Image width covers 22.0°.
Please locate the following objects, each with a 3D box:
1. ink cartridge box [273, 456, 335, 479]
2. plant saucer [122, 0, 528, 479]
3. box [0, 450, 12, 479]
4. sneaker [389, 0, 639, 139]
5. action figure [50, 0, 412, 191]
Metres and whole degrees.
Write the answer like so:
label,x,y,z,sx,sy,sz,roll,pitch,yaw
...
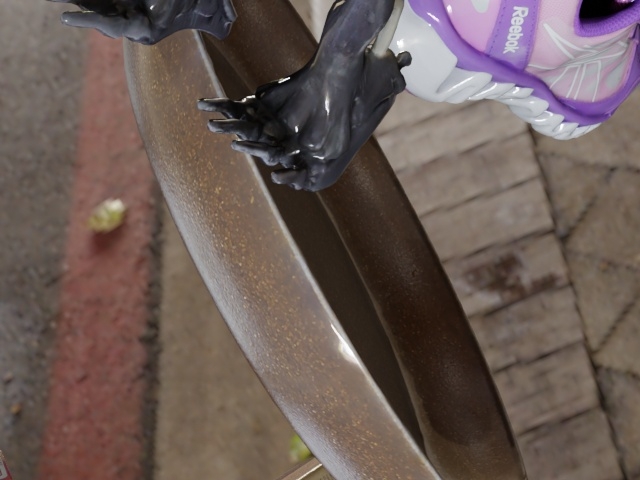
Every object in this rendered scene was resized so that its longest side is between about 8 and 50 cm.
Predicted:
label,x,y,z,sx,sy,sz,roll,pitch,yaw
ink cartridge box,0.010,0.341,1.612,0.088,0.234,0.193,-27,-2,37
plant saucer,0.000,0.000,0.700,0.050,0.310,0.310,-29,36,10
box,-0.357,0.259,1.269,0.128,0.257,0.122,-36,71,37
sneaker,0.115,-0.109,0.744,0.105,0.236,0.095,-26,78,29
action figure,0.041,-0.139,0.468,0.275,0.164,0.141,-49,-8,26
